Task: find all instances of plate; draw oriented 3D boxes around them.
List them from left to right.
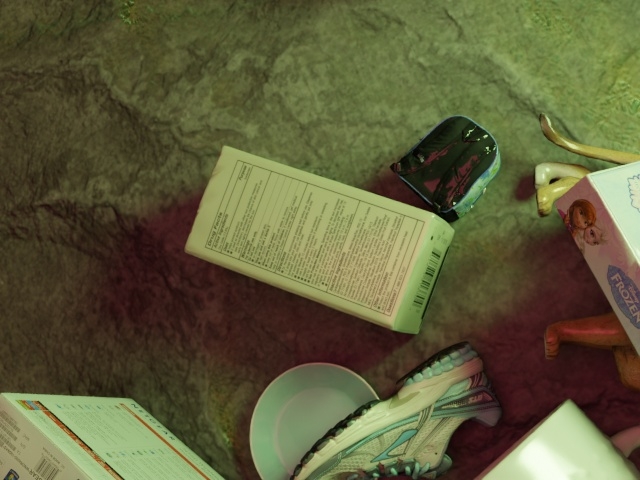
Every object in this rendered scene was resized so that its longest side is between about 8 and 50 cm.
[{"bbox_3d":[0.000,0.250,1.268,0.188,0.024,0.188,-3,80,19],"label":"plate"}]

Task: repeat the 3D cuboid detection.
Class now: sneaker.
[{"bbox_3d":[0.092,0.242,1.174,0.283,0.110,0.122,-34,83,-4],"label":"sneaker"}]

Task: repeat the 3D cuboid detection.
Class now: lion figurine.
[{"bbox_3d":[0.370,0.028,1.122,0.240,0.142,0.392,-4,75,11],"label":"lion figurine"}]

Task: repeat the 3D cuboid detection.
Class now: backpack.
[{"bbox_3d":[0.166,-0.092,1.239,0.114,0.084,0.105,-47,67,4],"label":"backpack"}]

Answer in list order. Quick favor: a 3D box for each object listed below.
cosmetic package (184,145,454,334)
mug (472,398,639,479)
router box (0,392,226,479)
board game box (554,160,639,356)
[{"bbox_3d":[0.000,0.000,1.257,0.296,0.129,0.153,21,89,21],"label":"cosmetic package"},{"bbox_3d":[0.305,0.350,1.037,0.374,0.276,0.328,-35,74,-22],"label":"mug"},{"bbox_3d":[-0.206,0.315,1.180,0.335,0.301,0.082,36,93,22],"label":"router box"},{"bbox_3d":[0.443,0.049,1.024,0.318,0.066,0.319,-14,69,-30],"label":"board game box"}]
